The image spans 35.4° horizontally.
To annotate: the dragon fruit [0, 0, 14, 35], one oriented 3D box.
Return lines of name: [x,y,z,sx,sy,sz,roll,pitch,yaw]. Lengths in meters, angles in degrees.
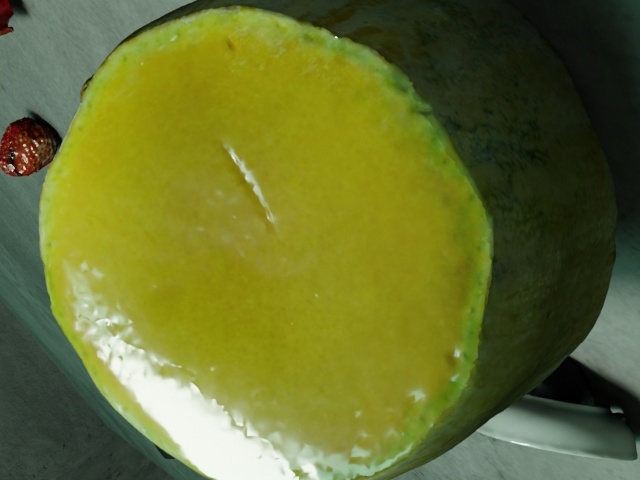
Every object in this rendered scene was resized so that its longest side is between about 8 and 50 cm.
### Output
dragon fruit: [-0.403,-0.286,1.192,0.112,0.068,0.126,52,148,0]

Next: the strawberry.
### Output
strawberry: [-0.433,-0.134,1.483,0.083,0.096,0.083,27,144,21]

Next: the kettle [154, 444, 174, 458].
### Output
kettle: [-0.213,0.146,1.513,0.268,0.207,0.290,-30,97,38]

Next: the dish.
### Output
dish: [0.211,0.141,0.882,0.141,0.078,0.141,10,176,1]

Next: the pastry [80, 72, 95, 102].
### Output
pastry: [-0.218,-0.148,1.122,0.097,0.057,0.109,53,158,-24]

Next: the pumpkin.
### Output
pumpkin: [0.000,0.000,0.603,0.333,0.199,0.332,6,108,19]
